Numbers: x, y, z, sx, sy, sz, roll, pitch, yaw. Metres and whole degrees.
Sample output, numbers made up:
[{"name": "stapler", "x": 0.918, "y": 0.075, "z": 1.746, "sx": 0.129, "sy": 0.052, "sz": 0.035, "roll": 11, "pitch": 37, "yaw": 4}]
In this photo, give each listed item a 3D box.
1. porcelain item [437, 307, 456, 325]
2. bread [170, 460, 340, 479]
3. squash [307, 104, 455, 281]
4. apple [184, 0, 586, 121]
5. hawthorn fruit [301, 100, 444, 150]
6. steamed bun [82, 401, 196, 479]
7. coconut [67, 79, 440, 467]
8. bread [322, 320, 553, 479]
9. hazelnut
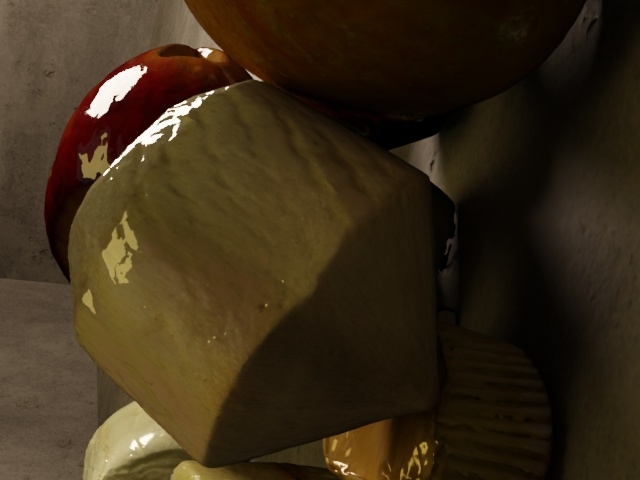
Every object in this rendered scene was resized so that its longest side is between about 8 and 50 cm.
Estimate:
[{"name": "porcelain item", "x": 0.116, "y": 0.139, "z": 1.301, "sx": 0.075, "sy": 0.021, "sz": 0.136, "roll": 148, "pitch": 127, "yaw": -75}, {"name": "bread", "x": -0.041, "y": 0.323, "z": 1.371, "sx": 0.178, "sy": 0.240, "sz": 0.135, "roll": -161, "pitch": 78, "yaw": -74}, {"name": "squash", "x": 0.000, "y": 0.000, "z": 1.235, "sx": 0.111, "sy": 0.288, "sz": 0.203, "roll": 11, "pitch": 82, "yaw": 41}, {"name": "apple", "x": 0.049, "y": -0.295, "z": 1.060, "sx": 0.400, "sy": 0.333, "sz": 0.400, "roll": -15, "pitch": 70, "yaw": 45}, {"name": "hawthorn fruit", "x": 0.052, "y": -0.213, "z": 1.358, "sx": 0.215, "sy": 0.215, "sz": 0.250, "roll": 126, "pitch": 151, "yaw": -59}, {"name": "steamed bun", "x": -0.250, "y": 0.367, "z": 2.124, "sx": 0.272, "sy": 0.273, "sz": 0.290, "roll": -67, "pitch": 22, "yaw": 3}, {"name": "coconut", "x": -0.033, "y": 0.036, "z": 1.034, "sx": 0.329, "sy": 0.328, "sz": 0.329, "roll": -174, "pitch": 90, "yaw": -74}, {"name": "bread", "x": 0.104, "y": 0.165, "z": 1.131, "sx": 0.250, "sy": 0.133, "sz": 0.179, "roll": 164, "pitch": 114, "yaw": -66}, {"name": "hazelnut", "x": -0.203, "y": -0.071, "z": 1.890, "sx": 0.402, "sy": 0.402, "sz": 0.429, "roll": -104, "pitch": 20, "yaw": -49}]
